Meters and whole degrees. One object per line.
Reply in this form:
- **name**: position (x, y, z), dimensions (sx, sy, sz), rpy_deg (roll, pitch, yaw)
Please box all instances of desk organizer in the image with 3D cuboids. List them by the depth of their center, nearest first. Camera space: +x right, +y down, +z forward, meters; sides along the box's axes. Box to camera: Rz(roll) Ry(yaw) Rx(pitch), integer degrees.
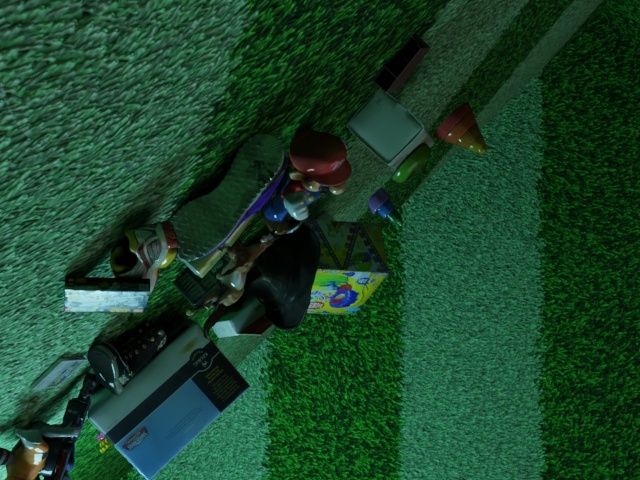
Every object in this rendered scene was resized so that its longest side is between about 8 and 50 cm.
- **desk organizer**: position (0.179, -0.389, 1.537), dimensions (0.130, 0.047, 0.050), rpy_deg (-50, 167, 33)

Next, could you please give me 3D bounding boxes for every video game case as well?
- **video game case**: position (-0.558, 0.283, 1.485), dimensions (0.087, 0.011, 0.122), rpy_deg (-44, 171, -2)

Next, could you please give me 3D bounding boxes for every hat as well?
- **hat**: position (-0.134, 0.081, 1.880), dimensions (0.134, 0.331, 0.331), rpy_deg (13, 136, -28)

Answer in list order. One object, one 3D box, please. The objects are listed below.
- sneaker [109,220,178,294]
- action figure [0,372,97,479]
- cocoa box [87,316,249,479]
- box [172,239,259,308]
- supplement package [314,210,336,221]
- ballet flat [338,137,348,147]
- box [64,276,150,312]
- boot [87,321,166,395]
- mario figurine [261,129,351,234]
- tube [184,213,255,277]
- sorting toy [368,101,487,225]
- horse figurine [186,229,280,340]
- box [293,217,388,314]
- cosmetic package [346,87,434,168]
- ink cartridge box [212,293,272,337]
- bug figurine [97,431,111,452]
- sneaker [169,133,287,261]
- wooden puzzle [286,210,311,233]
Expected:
- **sneaker**: position (-0.330, 0.038, 1.210), dimensions (0.093, 0.088, 0.225), rpy_deg (-5, 149, -38)
- **action figure**: position (-0.652, 0.456, 1.600), dimensions (0.330, 0.178, 0.341), rpy_deg (114, -6, -82)
- **cocoa box**: position (-0.402, 0.404, 1.833), dimensions (0.347, 0.228, 0.231), rpy_deg (-42, -168, -15)
- **box**: position (-0.248, 0.075, 1.682), dimensions (0.180, 0.077, 0.147), rpy_deg (-43, 170, -3)
- **supplement package**: position (0.000, 0.000, 2.326), dimensions (0.105, 0.105, 0.179), rpy_deg (-38, 169, -21)
- **ballet flat**: position (0.021, -0.210, 1.715), dimensions (0.114, 0.041, 0.041), rpy_deg (-48, 170, 25)
- **box**: position (-0.363, 0.094, 1.184), dimensions (0.137, 0.027, 0.094), rpy_deg (3, 150, -20)
- **boot**: position (-0.448, 0.250, 1.630), dimensions (0.178, 0.085, 0.236), rpy_deg (-49, 167, -30)
- **mario figurine**: position (-0.016, -0.108, 1.522), dimensions (0.170, 0.198, 0.320), rpy_deg (7, 156, -19)
- **tube**: position (-0.198, -0.023, 1.530), dimensions (0.240, 0.070, 0.062), rpy_deg (-48, 130, -15)
- **sorting toy**: position (0.283, -0.176, 1.758), dimensions (0.365, 0.126, 0.127), rpy_deg (-46, 171, 7)
- **horse figurine**: position (-0.204, 0.090, 1.549), dimensions (0.174, 0.066, 0.263), rpy_deg (-22, 142, -63)
- **box**: position (0.017, 0.086, 2.138), dimensions (0.279, 0.177, 0.290), rpy_deg (4, 148, -18)
- **cosmetic package**: position (0.185, -0.270, 1.772), dimensions (0.129, 0.153, 0.296), rpy_deg (-46, 169, 10)
- **ink cartridge box**: position (-0.182, 0.209, 2.290), dimensions (0.296, 0.066, 0.261), rpy_deg (-38, -165, -36)
- **bug figurine**: position (-0.645, 0.596, 2.335), dimensions (0.216, 0.072, 0.279), rpy_deg (-41, 177, 20)
- **sneaker**: position (-0.165, -0.067, 1.328), dimensions (0.293, 0.102, 0.146), rpy_deg (-44, 172, 3)
- **wooden puzzle**: position (-0.053, -0.039, 1.631), dimensions (0.083, 0.006, 0.049), rpy_deg (-31, -163, 50)
